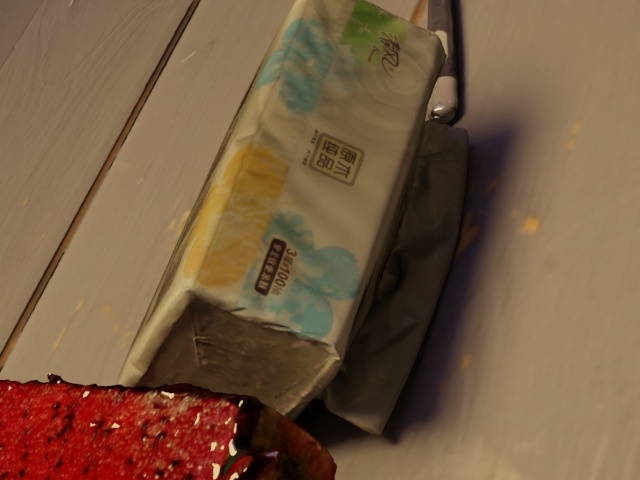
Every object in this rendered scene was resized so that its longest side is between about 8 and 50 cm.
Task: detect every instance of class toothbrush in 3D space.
[{"bbox_3d":[0.083,-0.177,1.025,0.024,0.026,0.288,-23,38,24],"label":"toothbrush"}]

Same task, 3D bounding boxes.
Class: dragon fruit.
[{"bbox_3d":[-0.087,0.145,0.732,0.262,0.189,0.163,-7,85,49],"label":"dragon fruit"}]

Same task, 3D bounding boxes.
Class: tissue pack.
[{"bbox_3d":[0.000,0.000,0.831,0.159,0.145,0.229,-56,11,53],"label":"tissue pack"}]
